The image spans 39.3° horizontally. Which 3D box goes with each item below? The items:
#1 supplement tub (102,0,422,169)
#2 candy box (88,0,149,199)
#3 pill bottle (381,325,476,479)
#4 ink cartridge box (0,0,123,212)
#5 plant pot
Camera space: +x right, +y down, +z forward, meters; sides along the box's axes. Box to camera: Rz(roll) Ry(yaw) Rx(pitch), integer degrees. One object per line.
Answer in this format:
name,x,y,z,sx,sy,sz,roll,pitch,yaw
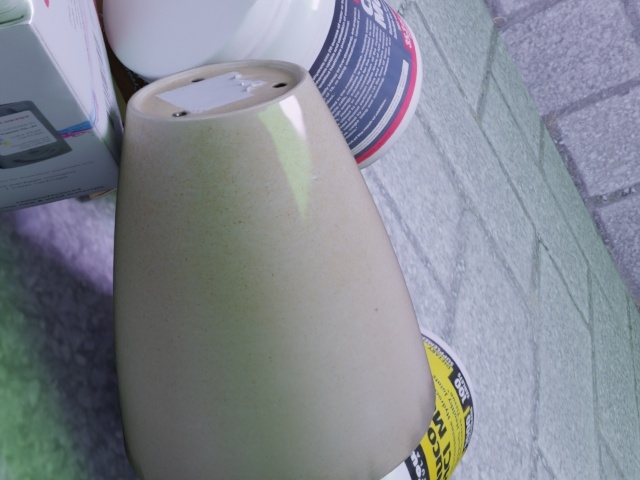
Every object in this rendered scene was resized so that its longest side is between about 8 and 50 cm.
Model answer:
supplement tub,-0.041,-0.178,0.811,0.272,0.191,0.191,22,51,-57
candy box,-0.205,-0.213,0.841,0.316,0.087,0.183,66,26,-6
pill bottle,0.020,0.205,0.836,0.188,0.188,0.334,67,26,-3
ink cartridge box,-0.221,-0.164,0.569,0.306,0.131,0.226,100,-22,-78
plant pot,-0.053,0.015,0.673,0.256,0.256,0.274,-62,148,-57
